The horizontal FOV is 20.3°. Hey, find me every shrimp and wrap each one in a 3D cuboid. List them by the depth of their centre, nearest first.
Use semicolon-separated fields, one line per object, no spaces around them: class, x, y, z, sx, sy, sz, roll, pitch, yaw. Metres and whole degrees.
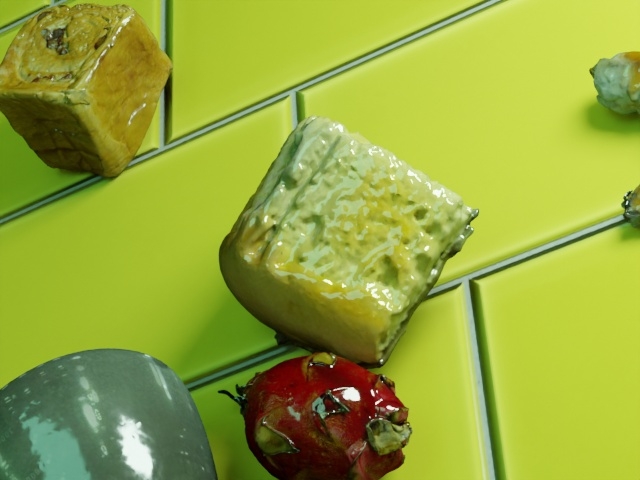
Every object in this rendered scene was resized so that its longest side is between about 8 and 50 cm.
shrimp;0.285;-0.091;1.586;0.161;0.049;0.166;17;75;42

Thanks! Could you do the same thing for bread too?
bread;0.000;0.000;1.635;0.204;0.162;0.262;-61;30;-4
bread;-0.262;-0.169;1.973;0.149;0.143;0.158;12;65;35

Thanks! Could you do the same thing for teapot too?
teapot;-0.199;0.281;1.515;0.305;0.223;0.285;-37;50;2

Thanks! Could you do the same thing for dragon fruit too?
dragon fruit;-0.018;0.155;1.567;0.246;0.125;0.125;17;81;61
